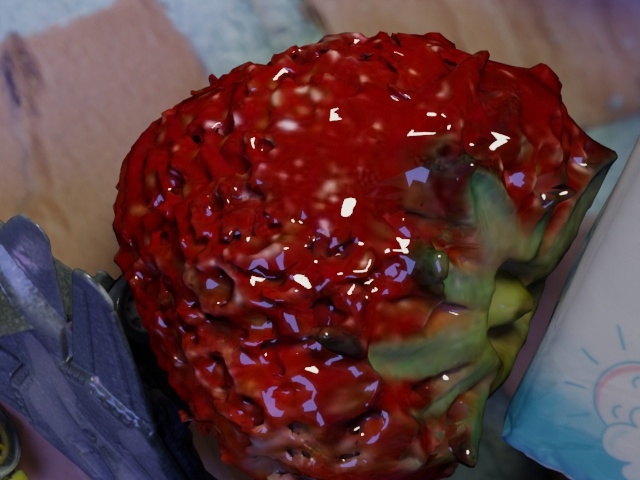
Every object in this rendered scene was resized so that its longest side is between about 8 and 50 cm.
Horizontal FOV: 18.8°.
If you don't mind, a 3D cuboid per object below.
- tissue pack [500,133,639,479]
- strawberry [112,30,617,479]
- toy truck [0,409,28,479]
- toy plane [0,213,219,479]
[{"bbox_3d":[0.207,-0.002,0.722,0.201,0.124,0.271,25,124,3],"label":"tissue pack"},{"bbox_3d":[0.000,0.000,0.768,0.201,0.184,0.187,24,133,29],"label":"strawberry"},{"bbox_3d":[-0.279,0.079,0.911,0.124,0.157,0.272,-35,102,31],"label":"toy truck"},{"bbox_3d":[-0.081,0.086,0.890,0.267,0.088,0.212,44,152,-26],"label":"toy plane"}]
